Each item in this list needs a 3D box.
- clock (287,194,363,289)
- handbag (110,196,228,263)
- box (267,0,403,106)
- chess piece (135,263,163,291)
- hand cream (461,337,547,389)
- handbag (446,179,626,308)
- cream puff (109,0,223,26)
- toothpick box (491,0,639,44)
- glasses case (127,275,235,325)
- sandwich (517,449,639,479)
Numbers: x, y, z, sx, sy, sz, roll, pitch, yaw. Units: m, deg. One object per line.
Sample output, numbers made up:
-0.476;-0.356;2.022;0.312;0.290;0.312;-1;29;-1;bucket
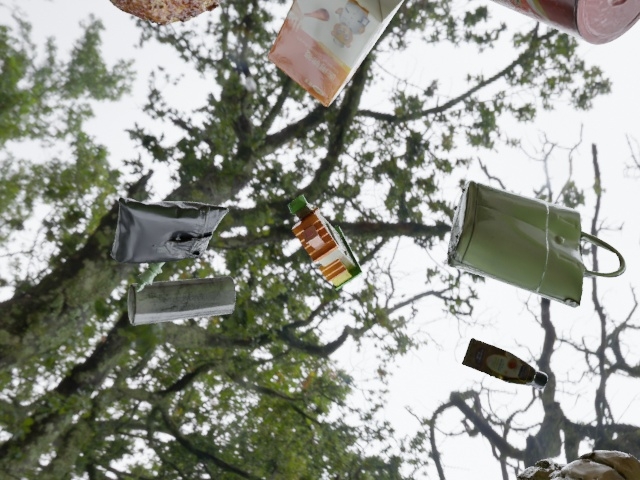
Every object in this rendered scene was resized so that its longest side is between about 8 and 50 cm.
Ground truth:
0.000;0.000;1.724;0.106;0.255;0.220;-34;-129;10;clock
-0.326;-0.018;1.153;0.210;0.254;0.089;4;-118;-24;handbag
0.028;-0.551;1.435;0.225;0.341;0.143;39;-125;-4;box
-0.396;0.062;1.313;0.059;0.059;0.149;20;-114;31;chess piece
0.373;0.254;1.101;0.163;0.039;0.062;21;-96;9;hand cream
0.402;0.011;1.024;0.315;0.109;0.241;19;-130;3;handbag
-0.233;-0.438;0.792;0.240;0.240;0.164;-34;-161;-3;cream puff
0.425;-0.516;1.006;0.204;0.204;0.333;-35;-133;-4;toothpick box
-0.381;0.165;1.521;0.060;0.299;0.114;12;-79;51;glasses case
0.319;0.342;0.561;0.095;0.273;0.249;-30;-112;-12;sandwich
